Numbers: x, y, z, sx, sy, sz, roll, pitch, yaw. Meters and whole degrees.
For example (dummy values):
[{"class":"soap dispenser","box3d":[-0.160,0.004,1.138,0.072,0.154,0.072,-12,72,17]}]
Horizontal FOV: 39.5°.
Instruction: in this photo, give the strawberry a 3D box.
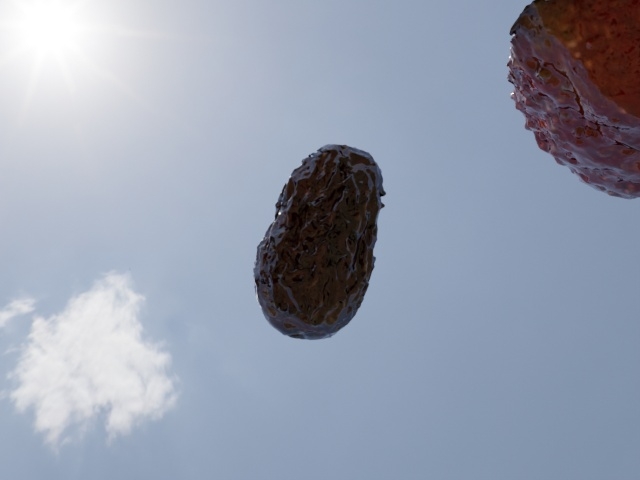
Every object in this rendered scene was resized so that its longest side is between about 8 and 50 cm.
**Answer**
[{"class":"strawberry","box3d":[0.150,-0.059,0.342,0.187,0.146,0.082,3,-123,-34]}]

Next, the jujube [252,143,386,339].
[{"class":"jujube","box3d":[-0.002,-0.001,0.736,0.104,0.104,0.166,12,-99,-11]}]
